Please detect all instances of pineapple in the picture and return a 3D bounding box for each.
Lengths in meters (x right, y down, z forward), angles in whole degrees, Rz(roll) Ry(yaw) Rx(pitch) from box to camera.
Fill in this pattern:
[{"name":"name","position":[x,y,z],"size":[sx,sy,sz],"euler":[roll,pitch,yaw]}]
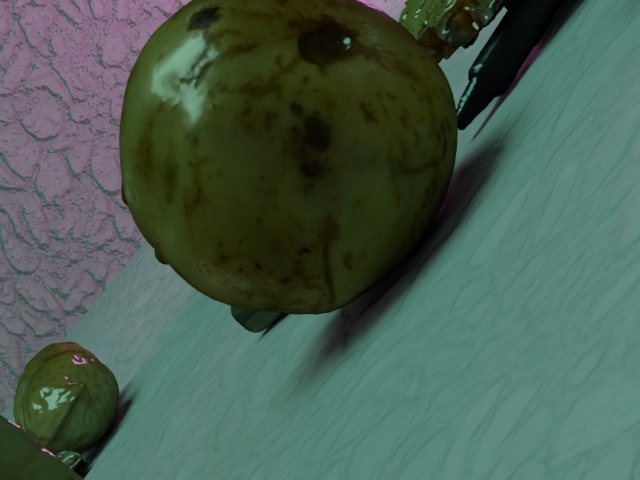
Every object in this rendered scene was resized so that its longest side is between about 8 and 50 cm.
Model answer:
[{"name":"pineapple","position":[0.114,-0.207,1.388],"size":[0.221,0.047,0.221],"euler":[-55,11,16]}]

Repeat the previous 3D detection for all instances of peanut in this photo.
[{"name":"peanut","position":[-0.260,0.165,1.968],"size":[0.263,0.101,0.117],"euler":[177,107,-77]}]

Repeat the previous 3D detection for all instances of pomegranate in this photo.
[{"name":"pomegranate","position":[-0.021,-0.054,1.212],"size":[0.215,0.215,0.215],"euler":[-49,7,9]}]

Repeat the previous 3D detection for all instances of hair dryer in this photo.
[{"name":"hair dryer","position":[0.153,-0.163,1.317],"size":[0.195,0.050,0.173],"euler":[-60,8,-33]}]

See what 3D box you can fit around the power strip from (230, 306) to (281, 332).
[{"name":"power strip","position":[0.000,0.000,1.444],"size":[0.268,0.034,0.092],"euler":[-41,12,52]}]

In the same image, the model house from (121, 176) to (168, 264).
[{"name":"model house","position":[-0.122,-0.098,2.078],"size":[0.301,0.190,0.271],"euler":[-48,9,28]}]

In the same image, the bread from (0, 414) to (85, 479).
[{"name":"bread","position":[-0.279,0.249,1.217],"size":[0.279,0.207,0.279],"euler":[-53,9,-25]}]

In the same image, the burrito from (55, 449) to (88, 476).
[{"name":"burrito","position":[-0.289,0.268,1.838],"size":[0.171,0.042,0.051],"euler":[-50,-3,-5]}]
